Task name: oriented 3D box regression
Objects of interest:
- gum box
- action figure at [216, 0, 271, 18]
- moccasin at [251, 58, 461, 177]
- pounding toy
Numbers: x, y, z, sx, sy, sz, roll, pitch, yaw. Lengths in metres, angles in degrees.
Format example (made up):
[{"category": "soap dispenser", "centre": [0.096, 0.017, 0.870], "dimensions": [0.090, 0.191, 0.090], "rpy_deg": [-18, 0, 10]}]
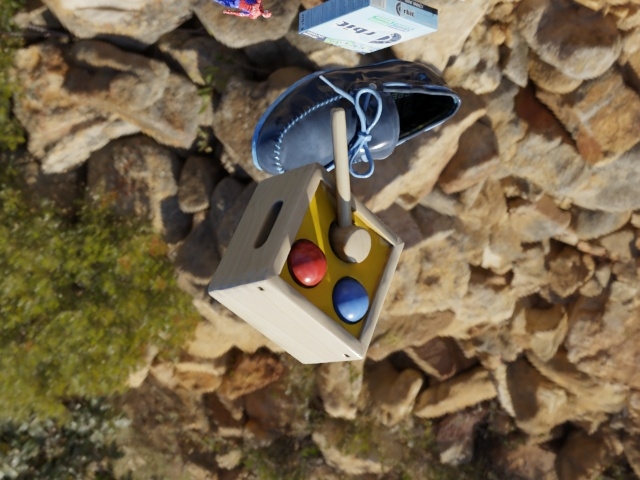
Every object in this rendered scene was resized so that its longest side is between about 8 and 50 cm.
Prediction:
[{"category": "gum box", "centre": [0.079, -0.372, 1.372], "dimensions": [0.184, 0.156, 0.041], "rpy_deg": [-2, 84, 51]}, {"category": "action figure", "centre": [-0.128, -0.356, 1.201], "dimensions": [0.115, 0.030, 0.038], "rpy_deg": [19, 117, -4]}, {"category": "moccasin", "centre": [0.062, -0.171, 1.069], "dimensions": [0.116, 0.342, 0.138], "rpy_deg": [30, 137, 33]}, {"category": "pounding toy", "centre": [0.000, 0.000, 0.623], "dimensions": [0.100, 0.141, 0.130], "rpy_deg": [-13, 135, 47]}]
